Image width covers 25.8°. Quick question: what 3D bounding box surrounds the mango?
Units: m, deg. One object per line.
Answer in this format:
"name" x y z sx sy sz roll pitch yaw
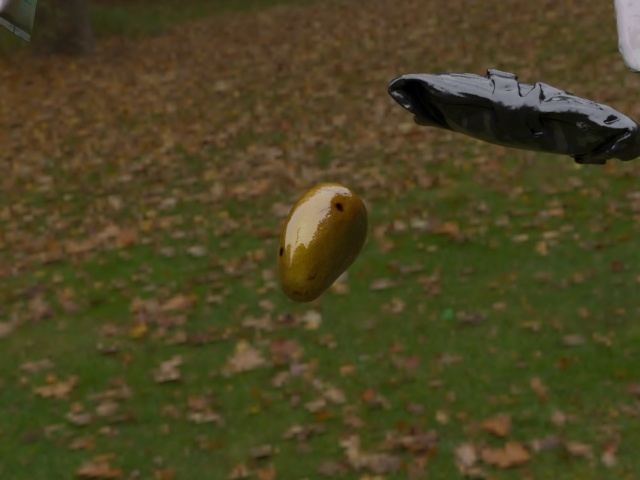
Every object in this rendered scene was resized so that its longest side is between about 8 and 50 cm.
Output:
"mango" 0.000 -0.004 1.737 0.090 0.115 0.178 6 33 30

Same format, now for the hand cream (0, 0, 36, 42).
"hand cream" -0.306 -0.298 1.437 0.047 0.174 0.076 3 -7 15

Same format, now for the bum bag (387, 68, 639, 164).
"bum bag" 0.248 -0.158 1.737 0.340 0.095 0.144 13 3 18

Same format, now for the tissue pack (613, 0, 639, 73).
"tissue pack" 0.260 -0.186 0.856 0.124 0.185 0.225 -2 0 28
